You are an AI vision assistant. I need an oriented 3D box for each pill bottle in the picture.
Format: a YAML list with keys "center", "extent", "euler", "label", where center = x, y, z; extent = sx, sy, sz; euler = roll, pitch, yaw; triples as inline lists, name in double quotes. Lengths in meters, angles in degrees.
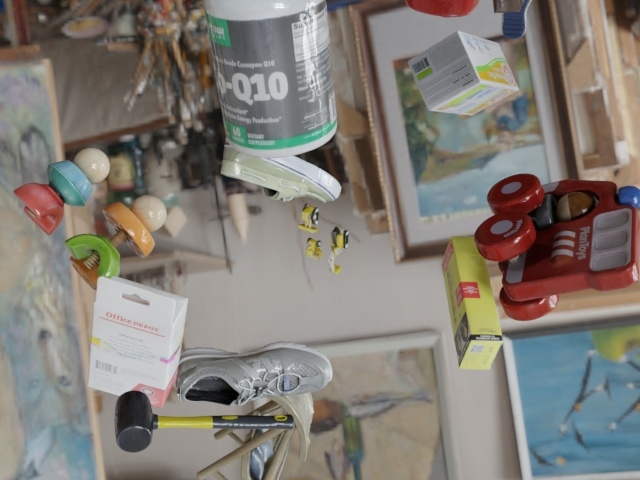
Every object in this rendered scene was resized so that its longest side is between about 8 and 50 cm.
- center: [-0.086, -0.340, 1.437]
  extent: [0.204, 0.361, 0.204]
  euler: [-5, -148, 3]
  label: "pill bottle"

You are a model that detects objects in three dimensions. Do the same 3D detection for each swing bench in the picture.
- center: [-0.113, 0.426, 1.855]
  extent: [0.255, 0.165, 0.253]
  euler: [-49, -178, 7]
  label: "swing bench"

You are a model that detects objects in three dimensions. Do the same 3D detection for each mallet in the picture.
- center: [-0.123, 0.185, 0.898]
  extent: [0.189, 0.039, 0.062]
  euler: [1, -151, -23]
  label: "mallet"

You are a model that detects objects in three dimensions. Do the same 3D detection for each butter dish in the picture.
- center: [0.197, -0.401, 1.326]
  extent: [0.160, 0.160, 0.118]
  euler: [14, 146, 20]
  label: "butter dish"

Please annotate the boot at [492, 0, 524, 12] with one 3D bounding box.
- center: [0.261, -0.364, 1.115]
  extent: [0.106, 0.114, 0.037]
  euler: [-29, -148, -6]
  label: "boot"

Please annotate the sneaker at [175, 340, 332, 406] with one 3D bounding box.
- center: [-0.118, 0.252, 1.486]
  extent: [0.281, 0.105, 0.115]
  euler: [-4, -151, 2]
  label: "sneaker"

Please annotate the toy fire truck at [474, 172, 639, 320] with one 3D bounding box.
- center: [0.417, -0.008, 1.443]
  extent: [0.253, 0.169, 0.302]
  euler: [-11, -150, 29]
  label: "toy fire truck"

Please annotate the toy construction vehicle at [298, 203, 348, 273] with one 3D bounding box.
- center: [0.000, 0.000, 1.382]
  extent: [0.085, 0.098, 0.035]
  euler: [22, -143, 25]
  label: "toy construction vehicle"

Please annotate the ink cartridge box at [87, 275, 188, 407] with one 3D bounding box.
- center: [-0.251, 0.126, 1.174]
  extent: [0.115, 0.198, 0.067]
  euler: [17, -146, 3]
  label: "ink cartridge box"

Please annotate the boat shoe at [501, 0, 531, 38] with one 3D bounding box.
- center: [0.389, -0.491, 1.698]
  extent: [0.066, 0.066, 0.183]
  euler: [7, 146, 6]
  label: "boat shoe"

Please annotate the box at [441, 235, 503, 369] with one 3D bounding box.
- center: [0.259, 0.104, 1.476]
  extent: [0.058, 0.232, 0.087]
  euler: [4, 138, -6]
  label: "box"

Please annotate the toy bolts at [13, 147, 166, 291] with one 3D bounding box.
- center: [-0.366, -0.038, 1.413]
  extent: [0.158, 0.228, 0.218]
  euler: [-44, 174, -19]
  label: "toy bolts"

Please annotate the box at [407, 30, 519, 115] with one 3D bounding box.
- center: [0.269, -0.305, 1.578]
  extent: [0.114, 0.103, 0.203]
  euler: [-27, 170, 31]
  label: "box"

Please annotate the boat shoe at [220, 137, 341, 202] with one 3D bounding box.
- center: [-0.082, -0.127, 1.688]
  extent: [0.302, 0.094, 0.109]
  euler: [24, 178, -42]
  label: "boat shoe"
